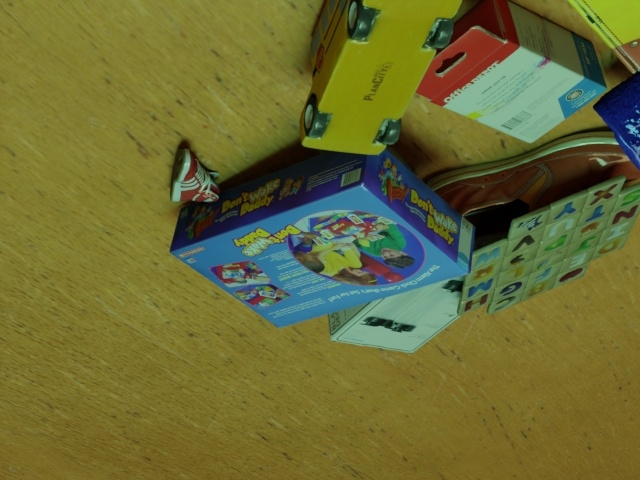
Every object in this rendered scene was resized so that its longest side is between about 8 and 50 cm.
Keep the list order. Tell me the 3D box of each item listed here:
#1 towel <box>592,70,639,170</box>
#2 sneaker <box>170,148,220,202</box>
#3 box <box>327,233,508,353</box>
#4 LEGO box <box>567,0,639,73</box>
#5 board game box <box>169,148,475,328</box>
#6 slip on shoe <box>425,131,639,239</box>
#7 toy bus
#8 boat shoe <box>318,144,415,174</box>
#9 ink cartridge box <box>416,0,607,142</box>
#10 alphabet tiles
[{"bbox_3d":[0.520,-0.171,1.555,0.308,0.076,0.227,-39,111,23],"label":"towel"},{"bbox_3d":[-0.163,-0.086,1.701,0.067,0.042,0.118,4,155,-12],"label":"sneaker"},{"bbox_3d":[0.150,0.069,1.991,0.169,0.087,0.290,11,145,-28],"label":"box"},{"bbox_3d":[0.319,-0.407,1.118,0.372,0.193,0.500,-25,145,27],"label":"LEGO box"},{"bbox_3d":[0.000,0.000,1.735,0.347,0.078,0.233,-18,138,37],"label":"board game box"},{"bbox_3d":[0.307,-0.066,1.786,0.331,0.101,0.123,-15,147,9],"label":"slip on shoe"},{"bbox_3d":[0.063,-0.233,1.414,0.108,0.130,0.333,4,148,-16],"label":"toy bus"},{"bbox_3d":[0.073,-0.087,1.727,0.070,0.078,0.219,-22,138,24],"label":"boat shoe"},{"bbox_3d":[0.217,-0.211,1.540,0.231,0.078,0.134,18,141,-36],"label":"ink cartridge box"},{"bbox_3d":[0.337,0.014,1.861,0.285,0.011,0.342,-22,157,-9],"label":"alphabet tiles"}]
